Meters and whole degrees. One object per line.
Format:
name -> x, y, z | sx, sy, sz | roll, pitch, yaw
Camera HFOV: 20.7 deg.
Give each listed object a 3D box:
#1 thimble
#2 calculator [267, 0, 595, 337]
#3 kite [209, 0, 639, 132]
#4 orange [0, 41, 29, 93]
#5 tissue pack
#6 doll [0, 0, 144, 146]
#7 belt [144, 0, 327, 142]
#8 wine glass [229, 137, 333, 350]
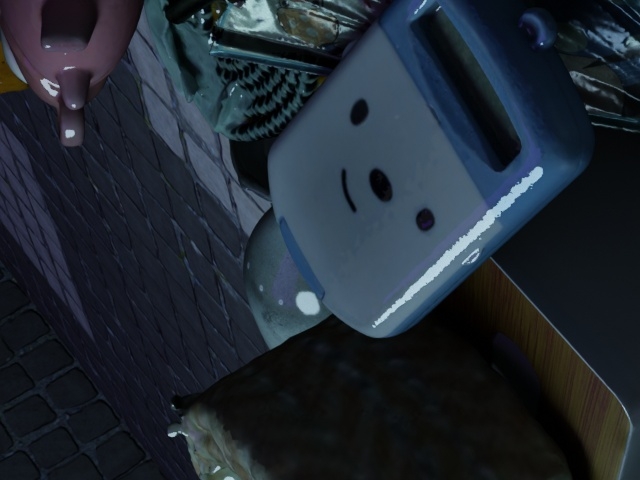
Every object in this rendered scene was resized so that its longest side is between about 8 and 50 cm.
thimble -> 0.032, 0.143, 0.943 | 0.229, 0.148, 0.196 | 40, 156, 52
calculator -> 0.046, -0.042, 0.813 | 0.121, 0.039, 0.210 | 60, 138, 15
kite -> 0.079, -0.154, 0.758 | 0.368, 0.014, 0.406 | 39, 141, -15
orange -> -0.288, -0.267, 1.294 | 0.340, 0.340, 0.293 | 37, 117, 50
tissue pack -> 0.153, 0.057, 0.933 | 0.159, 0.136, 0.246 | 50, 161, 28
doll -> -0.140, -0.183, 0.958 | 0.211, 0.093, 0.262 | -137, 45, -73
belt -> -0.019, -0.173, 0.991 | 0.207, 0.150, 0.257 | 68, 161, -5
wine glass -> 0.000, 0.000, 1.293 | 0.126, 0.126, 0.241 | 48, 160, 30
